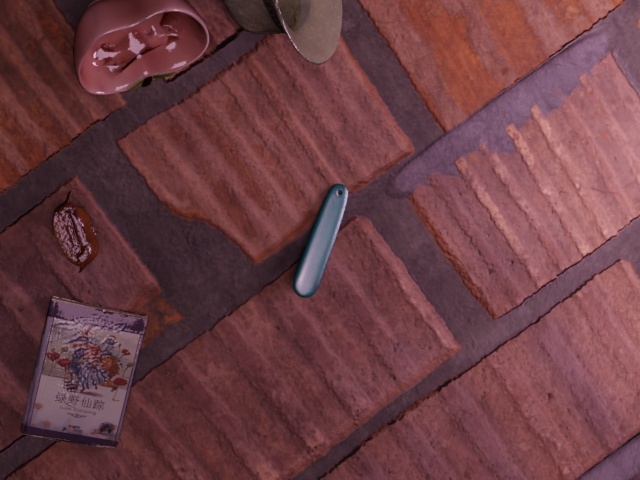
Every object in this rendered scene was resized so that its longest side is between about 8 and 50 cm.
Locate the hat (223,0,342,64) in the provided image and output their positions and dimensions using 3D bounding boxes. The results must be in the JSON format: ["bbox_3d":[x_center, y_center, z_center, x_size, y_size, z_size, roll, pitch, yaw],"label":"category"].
[{"bbox_3d":[-0.076,-0.378,1.804,0.130,0.257,0.257,-5,106,23],"label":"hat"}]

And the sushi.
[{"bbox_3d":[-0.378,-0.014,1.883,0.052,0.055,0.120,-26,96,7],"label":"sushi"}]

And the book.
[{"bbox_3d":[-0.377,0.215,1.948,0.157,0.026,0.231,12,100,-14],"label":"book"}]

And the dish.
[{"bbox_3d":[-0.276,-0.309,1.797,0.213,0.213,0.090,-23,73,-5],"label":"dish"}]

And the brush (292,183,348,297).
[{"bbox_3d":[0.000,0.000,1.975,0.043,0.032,0.193,21,86,-10],"label":"brush"}]
